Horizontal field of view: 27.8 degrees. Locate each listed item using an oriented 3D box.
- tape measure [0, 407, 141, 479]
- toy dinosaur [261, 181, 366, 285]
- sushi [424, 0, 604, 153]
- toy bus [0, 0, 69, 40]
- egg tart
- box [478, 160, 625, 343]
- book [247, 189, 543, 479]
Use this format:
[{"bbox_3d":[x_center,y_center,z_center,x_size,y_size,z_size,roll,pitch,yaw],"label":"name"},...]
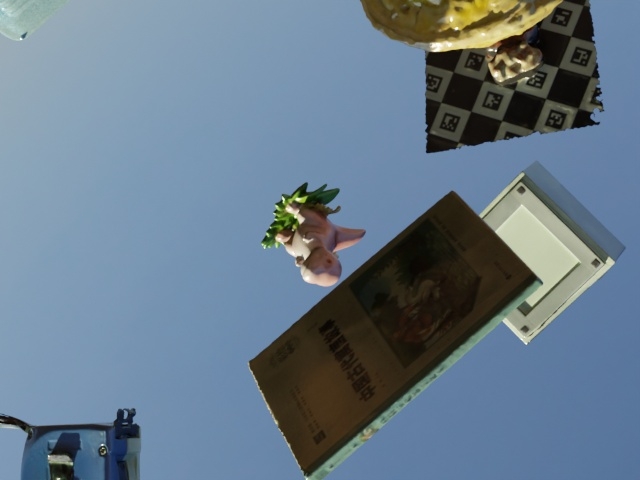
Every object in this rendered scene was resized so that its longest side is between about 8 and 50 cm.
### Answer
[{"bbox_3d":[-0.451,0.390,2.148,0.351,0.098,0.215,-6,-99,33],"label":"tape measure"},{"bbox_3d":[0.004,-0.006,2.173,0.194,0.177,0.152,-2,125,-54],"label":"toy dinosaur"},{"bbox_3d":[0.265,-0.287,1.866,0.264,0.050,0.290,-7,-105,21],"label":"sushi"},{"bbox_3d":[-0.336,-0.426,1.623,0.312,0.152,0.190,-39,-129,5],"label":"toy bus"},{"bbox_3d":[0.168,-0.370,1.523,0.319,0.128,0.319,-14,-127,19],"label":"egg tart"},{"bbox_3d":[0.374,0.023,2.288,0.225,0.225,0.117,-48,172,25],"label":"box"},{"bbox_3d":[0.065,0.086,1.251,0.282,0.025,0.215,-42,-150,3],"label":"book"}]
